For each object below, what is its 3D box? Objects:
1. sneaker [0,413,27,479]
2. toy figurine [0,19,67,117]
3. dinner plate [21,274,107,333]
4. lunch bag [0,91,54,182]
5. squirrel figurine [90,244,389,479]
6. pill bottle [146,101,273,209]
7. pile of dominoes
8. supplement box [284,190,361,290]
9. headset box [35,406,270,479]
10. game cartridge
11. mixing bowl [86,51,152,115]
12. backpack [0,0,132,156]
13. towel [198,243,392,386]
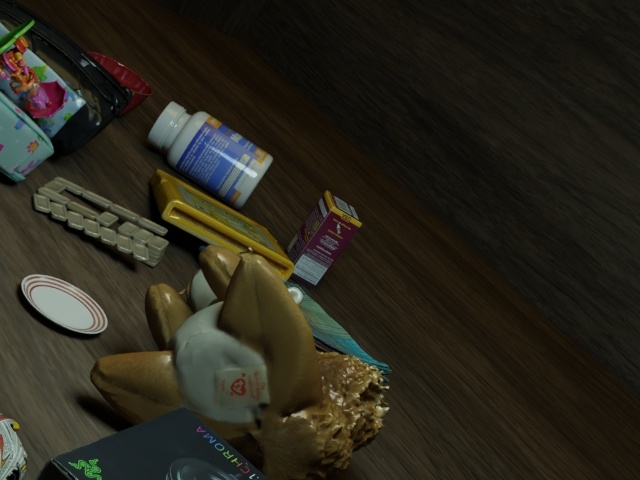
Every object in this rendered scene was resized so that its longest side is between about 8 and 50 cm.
[{"bbox_3d":[-0.347,0.242,1.126,0.093,0.088,0.225,27,17,-28],"label":"sneaker"},{"bbox_3d":[-0.521,-0.289,1.919,0.159,0.130,0.173,56,4,-22],"label":"toy figurine"},{"bbox_3d":[-0.384,0.099,1.602,0.141,0.017,0.141,32,16,-11],"label":"dinner plate"},{"bbox_3d":[-0.600,-0.230,1.857,0.224,0.108,0.279,39,-6,37],"label":"lunch bag"},{"bbox_3d":[-0.094,0.190,1.588,0.397,0.281,0.370,47,4,-8],"label":"squirrel figurine"},{"bbox_3d":[-0.260,-0.204,2.495,0.272,0.152,0.152,34,16,-4],"label":"pill bottle"},{"bbox_3d":[-0.402,-0.027,1.943,0.251,0.040,0.196,26,16,0],"label":"pile of dominoes"},{"bbox_3d":[0.000,0.000,2.345,0.081,0.188,0.104,30,16,-18],"label":"supplement box"},{"bbox_3d":[-0.165,0.328,1.156,0.246,0.131,0.283,39,17,17],"label":"headset box"},{"bbox_3d":[-0.209,-0.038,2.208,0.285,0.052,0.323,29,8,-19],"label":"game cartridge"},{"bbox_3d":[-0.503,-0.360,2.565,0.181,0.098,0.181,31,17,-10],"label":"mixing bowl"},{"bbox_3d":[-0.583,-0.334,2.114,0.355,0.273,0.290,53,13,-16],"label":"backpack"},{"bbox_3d":[-0.052,0.130,2.015,0.271,0.040,0.370,28,8,-40],"label":"towel"}]
